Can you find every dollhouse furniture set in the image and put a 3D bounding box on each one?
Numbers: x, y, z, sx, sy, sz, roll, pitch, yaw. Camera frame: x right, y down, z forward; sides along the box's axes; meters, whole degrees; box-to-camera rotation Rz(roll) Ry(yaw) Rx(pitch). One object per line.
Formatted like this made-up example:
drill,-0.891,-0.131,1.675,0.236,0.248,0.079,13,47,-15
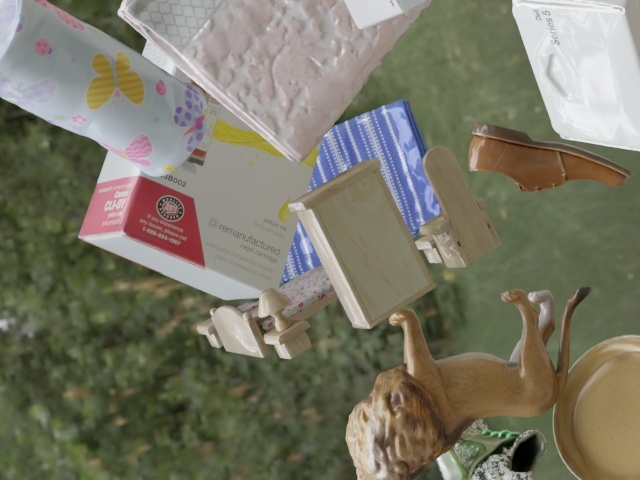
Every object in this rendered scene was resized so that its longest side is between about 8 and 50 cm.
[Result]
dollhouse furniture set,0.000,0.000,1.855,0.174,0.303,0.355,64,157,-11

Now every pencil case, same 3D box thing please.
pencil case,-0.247,-0.163,1.502,0.124,0.273,0.113,1,70,48

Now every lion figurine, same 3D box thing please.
lion figurine,0.220,0.204,2.047,0.142,0.392,0.240,110,149,-81

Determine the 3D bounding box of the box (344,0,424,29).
box,0.074,-0.295,1.552,0.102,0.087,0.101,61,155,-11

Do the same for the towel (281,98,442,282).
towel,0.041,-0.088,2.568,0.040,0.336,0.243,31,-141,-74

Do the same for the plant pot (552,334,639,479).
plant pot,0.451,0.256,2.117,0.032,0.236,0.236,28,-148,-44

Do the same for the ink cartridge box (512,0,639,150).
ink cartridge box,0.305,-0.248,1.360,0.115,0.273,0.198,13,150,34

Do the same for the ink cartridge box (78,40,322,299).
ink cartridge box,-0.162,-0.135,2.203,0.160,0.279,0.384,-7,63,58

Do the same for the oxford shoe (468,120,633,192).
oxford shoe,0.288,-0.093,1.831,0.076,0.212,0.076,-99,22,-84

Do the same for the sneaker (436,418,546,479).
sneaker,0.299,0.371,2.359,0.158,0.182,0.410,49,-167,-13

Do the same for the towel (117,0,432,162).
towel,-0.045,-0.324,1.892,0.317,0.332,0.053,39,179,-9
